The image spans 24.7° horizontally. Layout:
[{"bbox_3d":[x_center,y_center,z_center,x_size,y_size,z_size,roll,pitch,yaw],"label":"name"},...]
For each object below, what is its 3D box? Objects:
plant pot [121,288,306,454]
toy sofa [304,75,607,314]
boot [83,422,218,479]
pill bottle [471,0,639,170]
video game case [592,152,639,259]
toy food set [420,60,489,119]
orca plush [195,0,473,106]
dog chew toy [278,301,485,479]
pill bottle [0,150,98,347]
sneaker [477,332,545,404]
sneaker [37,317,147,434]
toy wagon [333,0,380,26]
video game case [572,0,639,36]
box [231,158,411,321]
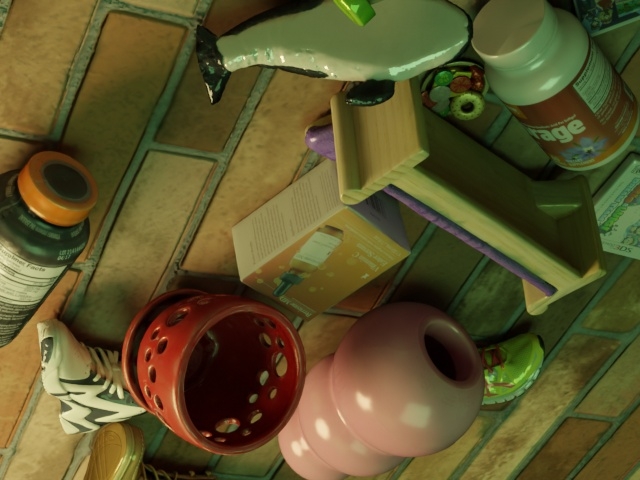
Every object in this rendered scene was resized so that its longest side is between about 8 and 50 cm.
[{"bbox_3d":[-0.141,0.157,1.813,0.191,0.191,0.174,27,170,-36],"label":"plant pot"},{"bbox_3d":[0.156,-0.046,1.698,0.177,0.150,0.362,-32,136,31],"label":"toy sofa"},{"bbox_3d":[-0.231,0.351,2.105,0.203,0.095,0.262,6,137,-19],"label":"boot"},{"bbox_3d":[0.257,-0.179,1.615,0.121,0.121,0.216,-31,135,19],"label":"pill bottle"},{"bbox_3d":[0.413,-0.040,1.885,0.143,0.019,0.157,13,133,-26],"label":"video game case"},{"bbox_3d":[0.154,-0.172,1.673,0.083,0.020,0.083,0,138,-14],"label":"toy food set"},{"bbox_3d":[0.018,-0.196,1.556,0.287,0.151,0.102,-20,170,4],"label":"orca plush"},{"bbox_3d":[0.065,0.222,1.968,0.207,0.206,0.332,22,137,-33],"label":"dog chew toy"},{"bbox_3d":[-0.348,0.007,1.667,0.130,0.130,0.245,20,129,-31],"label":"pill bottle"},{"bbox_3d":[0.216,0.184,2.041,0.208,0.081,0.094,-32,133,21],"label":"sneaker"},{"bbox_3d":[-0.276,0.167,1.892,0.153,0.094,0.235,-11,139,-4],"label":"sneaker"},{"bbox_3d":[0.095,-0.340,1.313,0.267,0.068,0.344,-43,163,0],"label":"toy wagon"},{"bbox_3d":[0.359,-0.318,1.560,0.201,0.023,0.183,-20,138,7],"label":"video game case"},{"bbox_3d":[0.000,0.000,1.774,0.170,0.091,0.130,-36,134,24],"label":"box"}]
